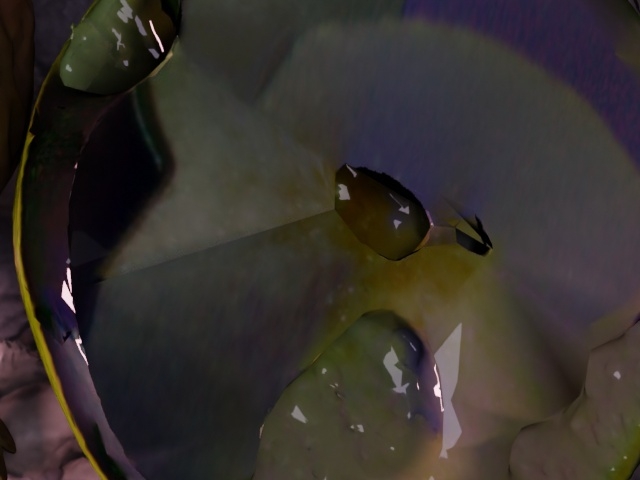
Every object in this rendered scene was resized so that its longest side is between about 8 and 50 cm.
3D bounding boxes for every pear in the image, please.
[{"bbox_3d":[0.001,0.003,1.004,0.398,0.165,0.399,6,80,-33],"label":"pear"}]

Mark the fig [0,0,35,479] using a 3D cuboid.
[{"bbox_3d":[-0.242,-0.015,0.960,0.286,0.286,0.369,-31,111,-15],"label":"fig"}]
